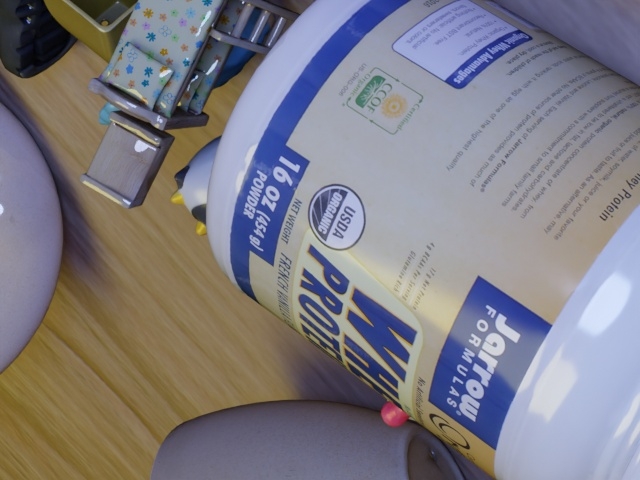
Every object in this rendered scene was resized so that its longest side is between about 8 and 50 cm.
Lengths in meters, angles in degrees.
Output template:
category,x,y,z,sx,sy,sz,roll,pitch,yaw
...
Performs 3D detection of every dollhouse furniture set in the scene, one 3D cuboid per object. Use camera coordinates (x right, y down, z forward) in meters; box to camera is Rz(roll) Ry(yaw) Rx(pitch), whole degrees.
category,x,y,z,sx,sy,sz,roll,pitch,yaw
dollhouse furniture set,-0.063,-0.079,0.992,0.161,0.101,0.182,29,102,9

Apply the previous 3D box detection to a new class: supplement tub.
category,x,y,z,sx,sy,sz,roll,pitch,yaw
supplement tub,0.116,0.008,0.860,0.316,0.228,0.228,35,146,24

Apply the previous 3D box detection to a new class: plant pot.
category,x,y,z,sx,sy,sz,roll,pitch,yaw
plant pot,0.020,0.246,1.239,0.191,0.284,0.284,-25,105,22
plant pot,-0.158,-0.181,1.157,0.081,0.081,0.083,39,159,18

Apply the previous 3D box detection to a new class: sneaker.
category,x,y,z,sx,sy,sz,roll,pitch,yaw
sneaker,-0.240,-0.232,1.182,0.106,0.101,0.267,46,148,12

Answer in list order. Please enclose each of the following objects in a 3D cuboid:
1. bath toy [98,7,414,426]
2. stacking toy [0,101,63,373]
category,x,y,z,sx,sy,sz,roll,pitch,yaw
bath toy,0.000,0.000,1.096,0.348,0.129,0.151,48,148,3
stacking toy,-0.488,-0.029,1.594,0.350,0.351,0.480,63,164,-20
